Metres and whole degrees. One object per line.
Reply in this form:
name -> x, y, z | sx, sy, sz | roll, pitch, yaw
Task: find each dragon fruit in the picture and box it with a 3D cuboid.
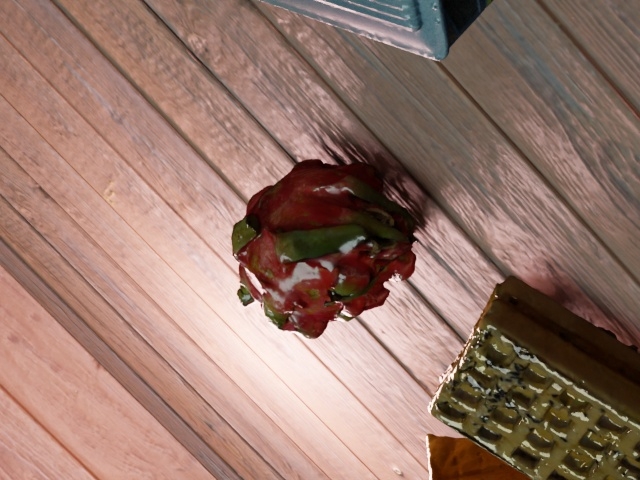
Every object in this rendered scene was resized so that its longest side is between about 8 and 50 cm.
dragon fruit -> 0.007, 0.009, 1.902 | 0.302, 0.231, 0.237 | -18, 113, 44

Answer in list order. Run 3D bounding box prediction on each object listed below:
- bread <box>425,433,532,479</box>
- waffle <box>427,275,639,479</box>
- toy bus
bread -> 0.365, 0.393, 2.074 | 0.361, 0.245, 0.233 | -20, 112, 13
waffle -> 0.347, 0.236, 1.825 | 0.376, 0.114, 0.261 | 31, 142, 8
toy bus -> 0.037, -0.322, 1.376 | 0.312, 0.190, 0.152 | 25, 150, 33
